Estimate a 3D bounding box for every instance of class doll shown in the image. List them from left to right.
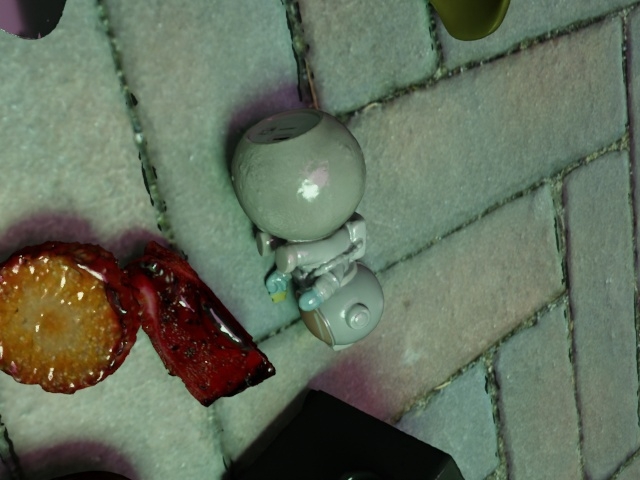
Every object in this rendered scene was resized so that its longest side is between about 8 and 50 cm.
[{"bbox_3d":[0.000,0.000,0.792,0.151,0.151,0.287,-34,122,-28],"label":"doll"}]

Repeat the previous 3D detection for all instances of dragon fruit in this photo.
[{"bbox_3d":[-0.137,0.092,0.719,0.092,0.122,0.192,-40,124,-8],"label":"dragon fruit"}]

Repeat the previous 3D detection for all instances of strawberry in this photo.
[{"bbox_3d":[-0.233,0.067,0.639,0.145,0.086,0.145,0,108,-1],"label":"strawberry"}]

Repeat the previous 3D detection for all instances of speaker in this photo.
[{"bbox_3d":[0.047,0.332,0.816,0.184,0.254,0.232,-44,123,-24],"label":"speaker"}]

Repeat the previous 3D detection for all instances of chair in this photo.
[{"bbox_3d":[0.179,-0.391,0.838,0.172,0.159,0.247,29,80,-40],"label":"chair"}]

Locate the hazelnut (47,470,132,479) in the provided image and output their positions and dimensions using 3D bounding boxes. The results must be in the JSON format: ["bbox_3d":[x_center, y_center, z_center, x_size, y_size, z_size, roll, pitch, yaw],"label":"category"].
[{"bbox_3d":[-0.231,0.322,0.645,0.229,0.229,0.229,-8,104,-37],"label":"hazelnut"}]

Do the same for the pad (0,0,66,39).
[{"bbox_3d":[-0.275,-0.323,0.597,0.181,0.004,0.267,19,87,-39],"label":"pad"}]
